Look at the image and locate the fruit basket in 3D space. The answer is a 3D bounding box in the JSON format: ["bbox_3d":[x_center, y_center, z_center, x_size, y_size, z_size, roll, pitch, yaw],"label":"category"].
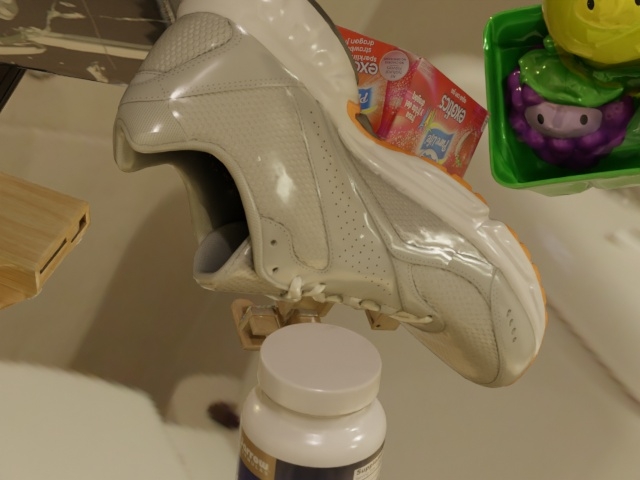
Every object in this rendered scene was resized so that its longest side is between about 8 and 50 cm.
[{"bbox_3d":[0.372,-0.221,1.710,0.392,0.392,0.283,12,68,-33],"label":"fruit basket"}]

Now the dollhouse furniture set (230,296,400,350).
[{"bbox_3d":[0.005,0.036,2.065,0.242,0.212,0.161,4,49,-30],"label":"dollhouse furniture set"}]

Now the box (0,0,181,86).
[{"bbox_3d":[-0.272,-0.359,0.734,0.472,0.480,0.297,10,59,18],"label":"box"}]

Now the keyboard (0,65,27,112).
[{"bbox_3d":[-0.202,-0.235,1.071,0.033,0.317,0.201,26,16,-38],"label":"keyboard"}]

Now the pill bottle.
[{"bbox_3d":[-0.012,0.229,1.486,0.153,0.265,0.153,5,28,-3],"label":"pill bottle"}]

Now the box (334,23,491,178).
[{"bbox_3d":[0.073,-0.130,1.516,0.128,0.122,0.257,25,2,24],"label":"box"}]

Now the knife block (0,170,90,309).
[{"bbox_3d":[-0.354,-0.036,1.137,0.242,0.275,0.088,50,43,-21],"label":"knife block"}]

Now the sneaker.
[{"bbox_3d":[0.000,0.000,0.682,0.262,0.099,0.121,46,63,-21],"label":"sneaker"}]
